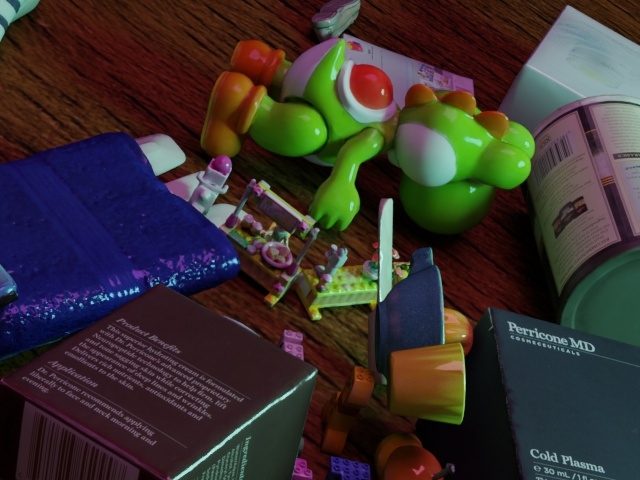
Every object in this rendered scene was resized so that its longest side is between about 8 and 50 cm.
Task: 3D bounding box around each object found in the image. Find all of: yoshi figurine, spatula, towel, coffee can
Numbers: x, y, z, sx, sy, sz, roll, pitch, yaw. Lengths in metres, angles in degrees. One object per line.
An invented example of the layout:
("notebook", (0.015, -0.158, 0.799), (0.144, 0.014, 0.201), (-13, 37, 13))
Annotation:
("yoshi figurine", (0.057, -0.099, 1.725), (0.362, 0.203, 0.203), (15, -5, 7))
("spatula", (-0.199, -0.038, 1.577), (0.242, 0.019, 0.168), (-23, 64, -46))
("towel", (-0.259, 0.009, 1.423), (0.308, 0.076, 0.227), (-17, 48, -37))
("coffee can", (0.346, -0.008, 1.720), (0.201, 0.201, 0.275), (15, 38, -16))

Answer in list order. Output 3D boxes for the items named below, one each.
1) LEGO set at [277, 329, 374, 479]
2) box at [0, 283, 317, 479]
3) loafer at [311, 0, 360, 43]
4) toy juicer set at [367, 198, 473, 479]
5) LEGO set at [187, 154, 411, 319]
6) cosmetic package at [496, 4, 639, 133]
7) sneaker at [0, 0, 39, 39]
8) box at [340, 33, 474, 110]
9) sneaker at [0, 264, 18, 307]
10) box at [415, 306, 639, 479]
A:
("LEGO set", (0.005, 0.165, 1.384), (0.087, 0.093, 0.227), (15, 37, -15))
("box", (-0.136, 0.170, 1.203), (0.168, 0.167, 0.203), (27, 33, 23))
("loafer", (0.021, -0.295, 2.019), (0.045, 0.039, 0.125), (2, 25, 23))
("toy juicer set", (0.095, 0.121, 1.406), (0.089, 0.209, 0.329), (0, 28, -2))
("LEGO set", (0.000, 0.000, 1.566), (0.287, 0.107, 0.132), (23, 40, -10))
("cosmetic package", (0.365, -0.169, 1.988), (0.224, 0.138, 0.225), (31, 37, 5))
("sneaker", (-0.384, -0.283, 1.649), (0.131, 0.148, 0.350), (23, 36, -6))
("box", (0.108, -0.185, 1.930), (0.186, 0.038, 0.145), (19, 36, -13))
("sneaker", (-0.319, 0.003, 1.282), (0.162, 0.073, 0.063), (36, 41, 24))
("box", (0.285, 0.262, 1.368), (0.343, 0.179, 0.312), (16, 38, -15))
